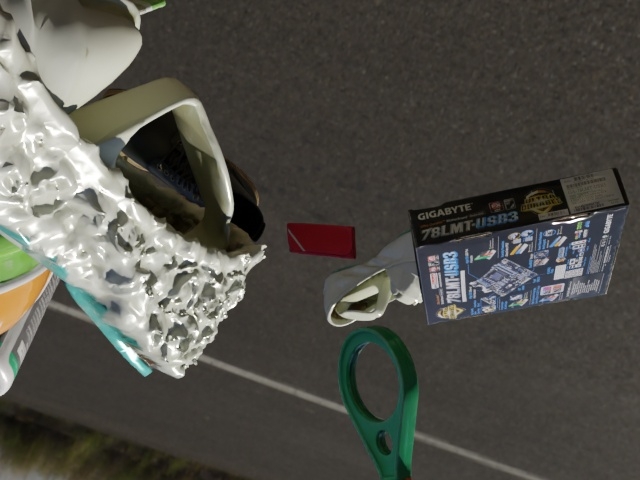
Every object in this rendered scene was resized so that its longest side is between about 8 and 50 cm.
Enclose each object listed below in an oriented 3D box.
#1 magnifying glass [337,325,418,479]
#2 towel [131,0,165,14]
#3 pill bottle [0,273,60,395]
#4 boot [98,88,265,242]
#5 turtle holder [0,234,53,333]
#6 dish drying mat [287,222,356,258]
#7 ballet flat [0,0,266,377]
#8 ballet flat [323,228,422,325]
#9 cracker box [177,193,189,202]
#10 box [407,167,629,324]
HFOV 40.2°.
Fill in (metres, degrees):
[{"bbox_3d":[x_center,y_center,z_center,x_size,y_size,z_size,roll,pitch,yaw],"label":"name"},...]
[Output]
[{"bbox_3d":[0.063,0.191,0.790,0.026,0.231,0.092,-5,168,-38],"label":"magnifying glass"},{"bbox_3d":[-0.275,-0.279,1.054,0.113,0.152,0.023,23,125,19],"label":"towel"},{"bbox_3d":[-0.579,0.081,1.544,0.204,0.361,0.204,7,139,6],"label":"pill bottle"},{"bbox_3d":[-0.135,-0.078,0.869,0.198,0.077,0.137,31,-173,-18],"label":"boot"},{"bbox_3d":[-0.403,-0.016,0.817,0.320,0.243,0.227,14,122,-4],"label":"turtle holder"},{"bbox_3d":[0.000,0.000,0.849,0.083,0.032,0.008,5,-168,41],"label":"dish drying mat"},{"bbox_3d":[-0.134,-0.061,0.451,0.147,0.147,0.409,12,156,22],"label":"ballet flat"},{"bbox_3d":[0.146,0.085,1.743,0.139,0.139,0.400,31,144,-27],"label":"ballet flat"},{"bbox_3d":[-0.212,0.000,1.169,0.232,0.155,0.067,-38,100,29],"label":"cracker box"},{"bbox_3d":[0.288,0.021,1.305,0.293,0.073,0.295,-10,151,6],"label":"box"}]
